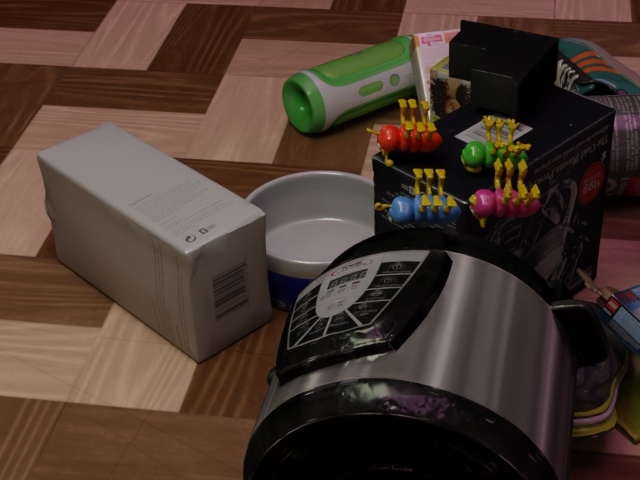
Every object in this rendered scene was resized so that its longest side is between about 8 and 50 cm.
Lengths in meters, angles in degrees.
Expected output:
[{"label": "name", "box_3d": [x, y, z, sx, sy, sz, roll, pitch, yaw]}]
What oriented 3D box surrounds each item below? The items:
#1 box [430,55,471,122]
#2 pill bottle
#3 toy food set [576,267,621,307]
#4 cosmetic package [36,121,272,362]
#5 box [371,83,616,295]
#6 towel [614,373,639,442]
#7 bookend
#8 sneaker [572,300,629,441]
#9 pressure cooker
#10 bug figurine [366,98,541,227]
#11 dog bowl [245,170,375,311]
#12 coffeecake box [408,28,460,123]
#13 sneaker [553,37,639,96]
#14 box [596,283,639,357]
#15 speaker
[{"label": "box", "box_3d": [0.236, -0.195, 2.148, 0.087, 0.232, 0.058, 22, 45, 32]}, {"label": "pill bottle", "box_3d": [0.494, -0.161, 2.135, 0.319, 0.176, 0.176, -2, 35, 1]}, {"label": "toy food set", "box_3d": [0.450, 0.111, 1.812, 0.192, 0.038, 0.132, 29, 12, -6]}, {"label": "cosmetic package", "box_3d": [-0.259, -0.007, 1.927, 0.156, 0.217, 0.385, -29, 45, -32]}, {"label": "box", "box_3d": [0.254, -0.028, 1.842, 0.343, 0.312, 0.179, -31, 45, -33]}, {"label": "towel", "box_3d": [0.500, 0.206, 1.749, 0.237, 0.021, 0.102, -19, 38, -22]}, {"label": "bookend", "box_3d": [0.245, -0.245, 1.817, 0.156, 0.072, 0.157, 16, 40, 25]}, {"label": "sneaker", "box_3d": [0.367, 0.150, 1.720, 0.111, 0.121, 0.300, -3, 24, 14]}, {"label": "pressure cooker", "box_3d": [0.117, 0.194, 1.500, 0.370, 0.375, 0.420, 22, 38, 0]}, {"label": "bug figurine", "box_3d": [0.170, -0.086, 1.600, 0.216, 0.072, 0.279, 3, 32, -3]}, {"label": "dog bowl", "box_3d": [0.000, 0.000, 1.995, 0.265, 0.104, 0.265, -1, 35, 1]}, {"label": "coffeecake box", "box_3d": [0.253, -0.299, 2.348, 0.142, 0.068, 0.185, -7, 78, -7]}, {"label": "sneaker", "box_3d": [0.506, -0.301, 2.391, 0.121, 0.108, 0.302, -20, 40, -30]}, {"label": "box", "box_3d": [0.505, 0.121, 1.726, 0.233, 0.044, 0.159, -13, 50, -47]}, {"label": "speaker", "box_3d": [0.077, -0.303, 2.403, 0.297, 0.131, 0.131, -24, 40, -27]}]
